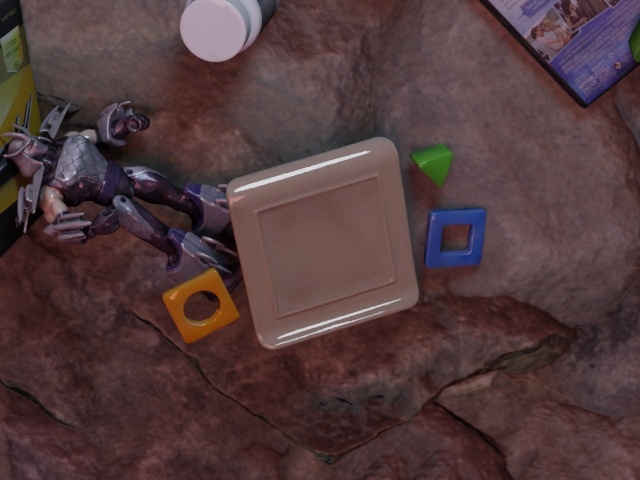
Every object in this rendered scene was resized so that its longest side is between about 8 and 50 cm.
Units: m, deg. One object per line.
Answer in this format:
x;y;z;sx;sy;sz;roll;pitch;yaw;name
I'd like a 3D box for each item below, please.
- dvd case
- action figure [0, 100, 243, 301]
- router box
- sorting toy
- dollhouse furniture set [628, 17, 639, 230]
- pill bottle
0.237;-0.271;1.650;0.253;0.022;0.180;45;116;-10;dvd case
-0.199;-0.051;1.770;0.285;0.185;0.099;26;148;-17;action figure
-0.374;-0.090;1.700;0.081;0.309;0.242;1;115;15;router box
0.000;0.000;1.759;0.348;0.047;0.196;-17;118;-11;sorting toy
0.349;-0.075;1.608;0.151;0.197;0.301;16;120;-14;dollhouse furniture set
-0.089;-0.226;1.673;0.078;0.137;0.078;4;115;9;pill bottle
